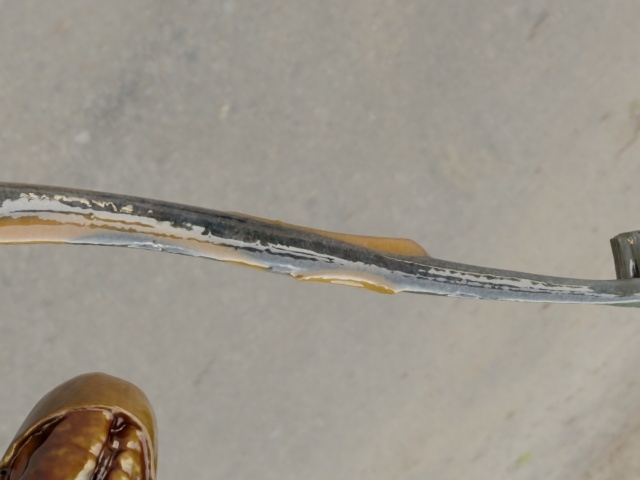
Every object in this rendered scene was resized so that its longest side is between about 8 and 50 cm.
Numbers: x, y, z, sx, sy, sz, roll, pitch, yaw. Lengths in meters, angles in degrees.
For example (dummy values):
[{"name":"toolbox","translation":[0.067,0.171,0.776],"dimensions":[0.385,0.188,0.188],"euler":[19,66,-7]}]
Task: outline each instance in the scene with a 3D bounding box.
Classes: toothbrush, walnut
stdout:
[{"name":"toothbrush","translation":[0.000,0.003,0.488],"dimensions":[0.321,0.031,0.023],"euler":[3,160,-15]},{"name":"walnut","translation":[-0.173,0.181,0.977],"dimensions":[0.116,0.116,0.207],"euler":[81,27,-56]}]
